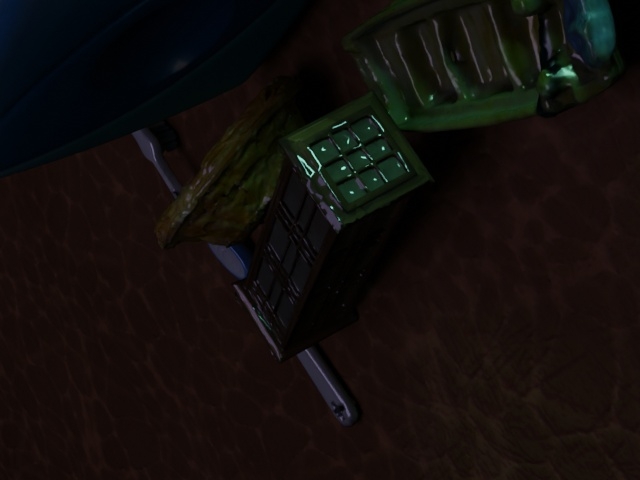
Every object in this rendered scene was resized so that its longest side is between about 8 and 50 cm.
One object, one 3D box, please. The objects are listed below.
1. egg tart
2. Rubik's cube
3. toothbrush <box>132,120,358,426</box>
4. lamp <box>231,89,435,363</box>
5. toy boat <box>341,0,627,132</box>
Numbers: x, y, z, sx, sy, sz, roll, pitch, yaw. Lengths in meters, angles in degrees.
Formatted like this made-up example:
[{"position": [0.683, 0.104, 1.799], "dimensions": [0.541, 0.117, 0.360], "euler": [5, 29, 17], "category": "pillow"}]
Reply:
[{"position": [-0.065, -0.056, 1.360], "dimensions": [0.074, 0.191, 0.191], "euler": [39, 144, 0], "category": "egg tart"}, {"position": [-0.208, -0.290, 1.239], "dimensions": [0.347, 0.352, 0.351], "euler": [58, 148, 14], "category": "Rubik's cube"}, {"position": [-0.081, 0.022, 1.534], "dimensions": [0.386, 0.040, 0.040], "euler": [56, 145, 16], "category": "toothbrush"}, {"position": [0.000, 0.000, 1.298], "dimensions": [0.090, 0.089, 0.325], "euler": [56, 159, 15], "category": "lamp"}, {"position": [0.126, -0.139, 1.112], "dimensions": [0.276, 0.084, 0.111], "euler": [-6, 107, 59], "category": "toy boat"}]
